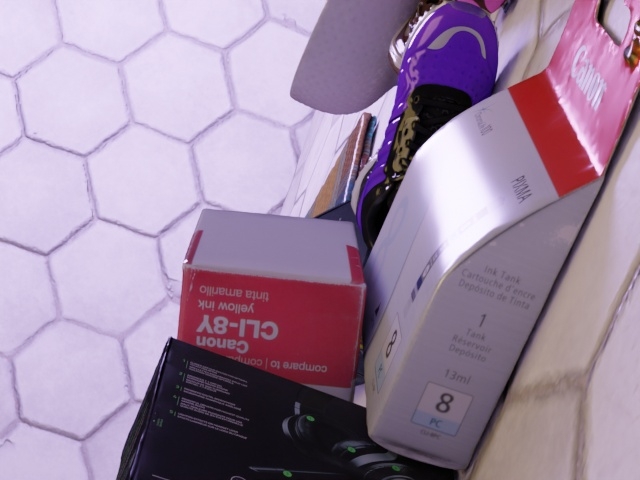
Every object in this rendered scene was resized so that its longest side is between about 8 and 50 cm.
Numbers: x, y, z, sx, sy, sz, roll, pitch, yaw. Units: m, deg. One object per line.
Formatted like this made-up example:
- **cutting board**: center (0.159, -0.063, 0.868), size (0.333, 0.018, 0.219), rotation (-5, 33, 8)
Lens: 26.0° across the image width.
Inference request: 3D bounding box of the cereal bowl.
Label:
- **cereal bowl**: center (0.090, -0.313, 1.887), size (0.339, 0.141, 0.339), rotation (-63, -1, -3)

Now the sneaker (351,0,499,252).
- **sneaker**: center (0.114, -0.094, 1.418), size (0.146, 0.102, 0.293), rotation (-90, 16, -57)

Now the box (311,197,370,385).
- **box**: center (0.019, 0.064, 1.610), size (0.183, 0.059, 0.232), rotation (-25, 42, 56)

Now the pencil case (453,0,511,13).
- **pencil case**: center (0.123, -0.326, 1.494), size (0.098, 0.209, 0.095), rotation (-51, 16, 16)

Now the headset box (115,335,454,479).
- **headset box**: center (-0.033, 0.214, 1.010), size (0.283, 0.246, 0.131), rotation (-88, 20, -66)

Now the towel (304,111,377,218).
- **towel**: center (0.000, 0.000, 2.252), size (0.370, 0.040, 0.271), rotation (120, 167, -45)

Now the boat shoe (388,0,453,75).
- **boat shoe**: center (0.139, -0.248, 1.640), size (0.095, 0.095, 0.257), rotation (-60, 10, 23)

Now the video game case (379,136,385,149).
- **video game case**: center (0.113, -0.143, 1.821), size (0.183, 0.023, 0.201), rotation (-79, 12, -52)

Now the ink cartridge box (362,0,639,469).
- **ink cartridge box**: center (0.137, -0.056, 1.110), size (0.308, 0.091, 0.385), rotation (-88, 17, -69)

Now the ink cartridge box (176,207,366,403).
- **ink cartridge box**: center (-0.061, 0.186, 1.292), size (0.279, 0.160, 0.384), rotation (-100, 15, -78)
